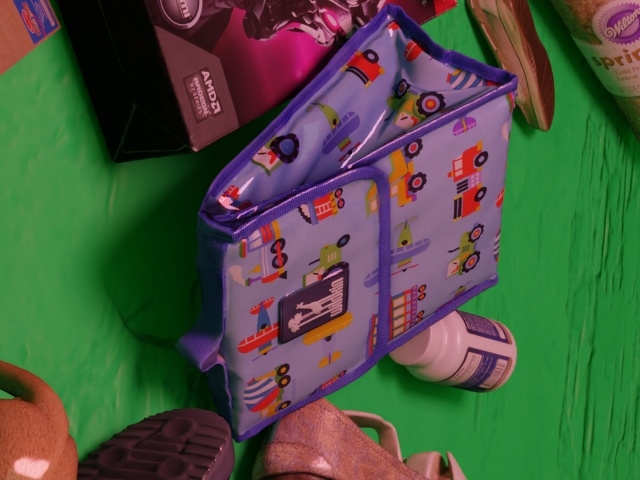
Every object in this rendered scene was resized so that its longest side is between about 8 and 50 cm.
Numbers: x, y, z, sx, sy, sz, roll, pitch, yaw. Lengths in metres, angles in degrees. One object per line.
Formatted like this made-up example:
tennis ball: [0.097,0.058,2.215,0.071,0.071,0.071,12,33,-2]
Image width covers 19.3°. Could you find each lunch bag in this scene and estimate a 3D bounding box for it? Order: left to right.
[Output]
lunch bag: [0.000,0.000,1.403,0.293,0.138,0.221,-38,146,-31]

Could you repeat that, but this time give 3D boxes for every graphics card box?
graphics card box: [-0.049,-0.230,1.431,0.371,0.094,0.233,-32,111,-47]

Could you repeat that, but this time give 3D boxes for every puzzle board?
puzzle board: [-0.233,-0.177,1.265,0.096,0.011,0.128,-48,123,-43]

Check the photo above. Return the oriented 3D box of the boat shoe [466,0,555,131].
boat shoe: [0.180,-0.168,1.752,0.153,0.048,0.056,65,31,-33]

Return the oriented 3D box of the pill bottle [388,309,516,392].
pill bottle: [0.110,0.092,1.615,0.120,0.067,0.067,17,73,-49]

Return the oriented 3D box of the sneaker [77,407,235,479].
sneaker: [-0.150,0.255,1.265,0.319,0.112,0.131,-52,136,-34]

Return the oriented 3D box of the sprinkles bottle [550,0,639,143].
sprinkles bottle: [0.286,-0.239,1.820,0.355,0.121,0.121,49,51,-36]

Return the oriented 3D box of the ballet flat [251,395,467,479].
ballet flat: [0.067,0.208,1.528,0.316,0.107,0.106,39,45,-43]

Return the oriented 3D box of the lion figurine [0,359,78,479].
lion figurine: [-0.218,0.203,1.066,0.142,0.240,0.392,29,64,-46]
